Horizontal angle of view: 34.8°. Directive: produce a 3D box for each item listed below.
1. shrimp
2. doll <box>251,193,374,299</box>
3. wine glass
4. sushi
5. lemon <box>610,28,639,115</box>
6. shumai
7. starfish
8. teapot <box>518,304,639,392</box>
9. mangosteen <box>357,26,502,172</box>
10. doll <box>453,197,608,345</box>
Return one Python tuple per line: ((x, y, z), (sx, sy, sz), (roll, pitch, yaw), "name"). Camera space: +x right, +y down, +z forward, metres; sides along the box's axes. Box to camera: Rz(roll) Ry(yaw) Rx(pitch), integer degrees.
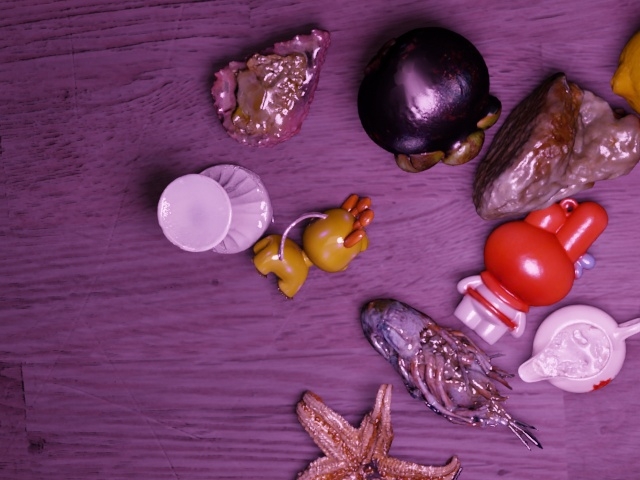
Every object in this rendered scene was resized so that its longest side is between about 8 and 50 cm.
((0.207, 0.234, 1.689), (0.372, 0.172, 0.137), (34, 143, 18), "shrimp")
((0.000, 0.000, 1.745), (0.221, 0.143, 0.135), (-34, 115, 18), "doll")
((-0.182, -0.054, 1.740), (0.165, 0.196, 0.164), (0, 92, 12), "wine glass")
((-0.071, -0.251, 1.751), (0.241, 0.107, 0.161), (-19, 93, 12), "sushi")
((0.570, -0.264, 1.572), (0.249, 0.184, 0.184), (-4, 93, 1), "lemon")
((0.378, -0.114, 1.619), (0.204, 0.222, 0.272), (36, 104, -7), "shumai")
((0.091, 0.381, 1.759), (0.303, 0.113, 0.312), (9, 105, 14), "starfish")
((0.433, 0.172, 1.675), (0.226, 0.092, 0.145), (-27, 91, 13), "teapot")
((0.175, -0.225, 1.650), (0.243, 0.243, 0.242), (1, 94, 12), "mangosteen")
((0.342, 0.038, 1.669), (0.161, 0.130, 0.290), (41, 95, 12), "doll")
